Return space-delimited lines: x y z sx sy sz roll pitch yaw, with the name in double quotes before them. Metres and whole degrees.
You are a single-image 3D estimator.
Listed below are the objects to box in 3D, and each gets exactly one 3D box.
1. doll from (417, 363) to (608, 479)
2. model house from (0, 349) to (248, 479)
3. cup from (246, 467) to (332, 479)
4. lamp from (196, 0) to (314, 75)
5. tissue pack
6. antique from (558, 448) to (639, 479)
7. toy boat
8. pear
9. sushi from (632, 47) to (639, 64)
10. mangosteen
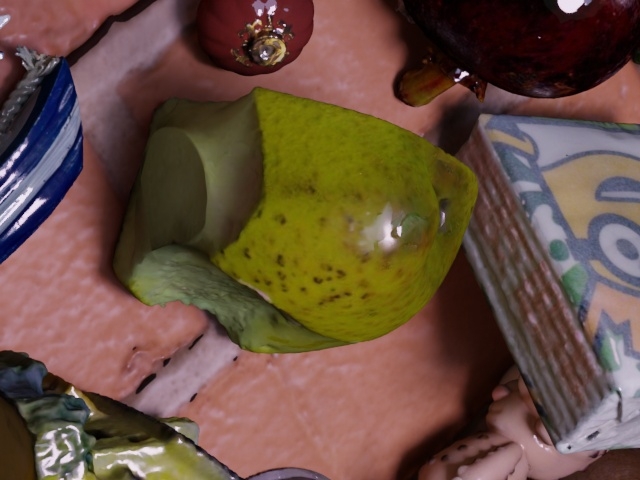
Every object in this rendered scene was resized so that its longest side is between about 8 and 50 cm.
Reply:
"doll" 0.173 0.196 1.576 0.278 0.154 0.119 -31 86 -23
"model house" -0.166 0.169 1.315 0.211 0.194 0.170 -5 98 -32
"cup" 0.037 0.321 1.418 0.203 0.288 0.203 -5 99 -33
"lamp" -0.055 -0.183 1.396 0.101 0.090 0.101 -11 135 -11
"tissue pack" 0.263 0.036 1.519 0.228 0.311 0.128 1 140 -32
"antique" 0.326 0.253 1.704 0.257 0.121 0.143 -14 97 -24
"toy boat" -0.288 -0.115 1.268 0.210 0.070 0.291 -28 109 -29
"pear" 0.000 0.000 1.349 0.286 0.282 0.176 23 77 -33
"sushi" 0.415 -0.323 1.630 0.294 0.178 0.352 42 78 -28
"mangosteen" 0.158 -0.208 1.473 0.235 0.235 0.261 21 119 -34
